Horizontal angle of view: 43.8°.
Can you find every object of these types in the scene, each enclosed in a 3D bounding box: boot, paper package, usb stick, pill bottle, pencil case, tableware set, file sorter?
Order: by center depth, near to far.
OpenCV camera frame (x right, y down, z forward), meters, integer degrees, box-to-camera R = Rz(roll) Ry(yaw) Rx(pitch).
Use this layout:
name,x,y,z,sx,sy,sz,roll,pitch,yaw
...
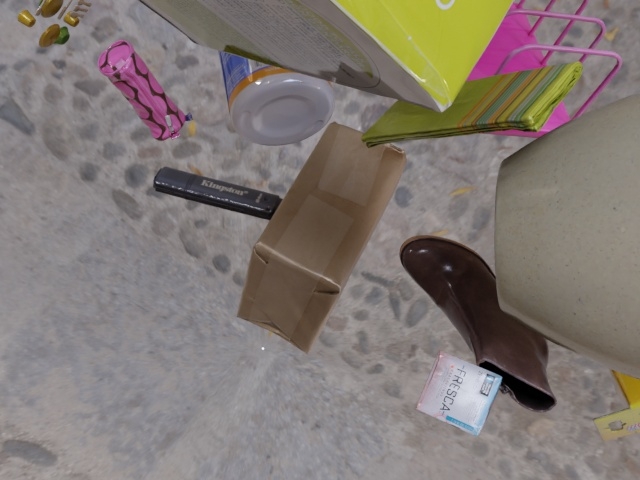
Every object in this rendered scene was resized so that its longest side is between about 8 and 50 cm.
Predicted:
name,x,y,z,sx,sy,sz,roll,pitch,yaw
boot,0.210,0.102,1.067,0.248,0.207,0.090,35,112,-8
pill bottle,-0.078,-0.290,1.176,0.152,0.152,0.272,-10,62,-5
file sorter,0.302,-0.329,1.223,0.202,0.182,0.291,1,58,-20
tableware set,-0.439,-0.362,1.300,0.024,0.154,0.104,39,104,2
paper package,0.000,0.000,1.500,0.168,0.309,0.325,26,59,4
pencil case,-0.351,-0.293,1.585,0.095,0.209,0.098,-32,43,7
usb stick,-0.217,-0.099,1.686,0.277,0.077,0.045,15,121,3

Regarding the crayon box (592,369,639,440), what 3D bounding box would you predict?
name,x,y,z,sx,sy,sz,roll,pitch,yaw
crayon box,0.538,0.188,1.150,0.318,0.202,0.081,-25,60,12

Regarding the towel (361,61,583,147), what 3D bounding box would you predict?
name,x,y,z,sx,sy,sz,roll,pitch,yaw
towel,0.150,-0.137,0.829,0.102,0.237,0.021,-45,117,-28

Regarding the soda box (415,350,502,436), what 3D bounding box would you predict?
name,x,y,z,sx,sy,sz,roll,pitch,yaw
soda box,0.138,0.151,0.775,0.062,0.183,0.058,22,83,16

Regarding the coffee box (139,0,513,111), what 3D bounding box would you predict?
name,x,y,z,sx,sy,sz,roll,pitch,yaw
coffee box,-0.038,-0.327,0.475,0.338,0.334,0.338,33,87,-41

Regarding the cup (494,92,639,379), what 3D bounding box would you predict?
name,x,y,z,sx,sy,sz,roll,pitch,yaw
cup,0.312,-0.005,0.842,0.236,0.331,0.331,0,82,19
